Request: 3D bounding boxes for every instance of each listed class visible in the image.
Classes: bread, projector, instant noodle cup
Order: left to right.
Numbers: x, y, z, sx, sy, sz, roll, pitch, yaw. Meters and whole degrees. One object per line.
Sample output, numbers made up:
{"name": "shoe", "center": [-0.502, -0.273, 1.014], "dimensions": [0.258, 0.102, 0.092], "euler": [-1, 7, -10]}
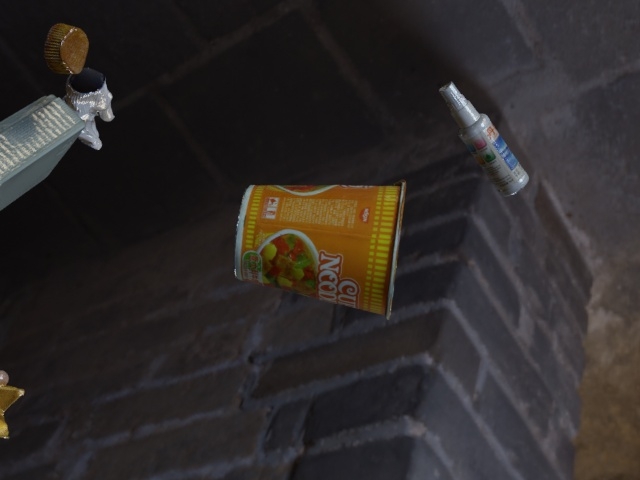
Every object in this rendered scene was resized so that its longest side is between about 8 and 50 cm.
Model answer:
{"name": "projector", "center": [-0.556, -0.137, 1.740], "dimensions": [0.099, 0.256, 0.192], "euler": [44, 129, -4]}
{"name": "bread", "center": [-0.434, -0.324, 1.665], "dimensions": [0.053, 0.085, 0.085], "euler": [12, 129, 20]}
{"name": "instant noodle cup", "center": [0.000, 0.000, 1.153], "dimensions": [0.185, 0.168, 0.168], "euler": [7, 128, 4]}

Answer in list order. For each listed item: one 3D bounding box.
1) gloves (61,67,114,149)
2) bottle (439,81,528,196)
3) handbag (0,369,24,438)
{"name": "gloves", "center": [-0.488, -0.277, 2.080], "dimensions": [0.097, 0.119, 0.229], "euler": [47, 153, 24]}
{"name": "bottle", "center": [0.268, -0.171, 1.646], "dimensions": [0.060, 0.060, 0.217], "euler": [-27, 112, 32]}
{"name": "handbag", "center": [-0.813, 0.287, 1.922], "dimensions": [0.401, 0.133, 0.283], "euler": [25, 154, -34]}
